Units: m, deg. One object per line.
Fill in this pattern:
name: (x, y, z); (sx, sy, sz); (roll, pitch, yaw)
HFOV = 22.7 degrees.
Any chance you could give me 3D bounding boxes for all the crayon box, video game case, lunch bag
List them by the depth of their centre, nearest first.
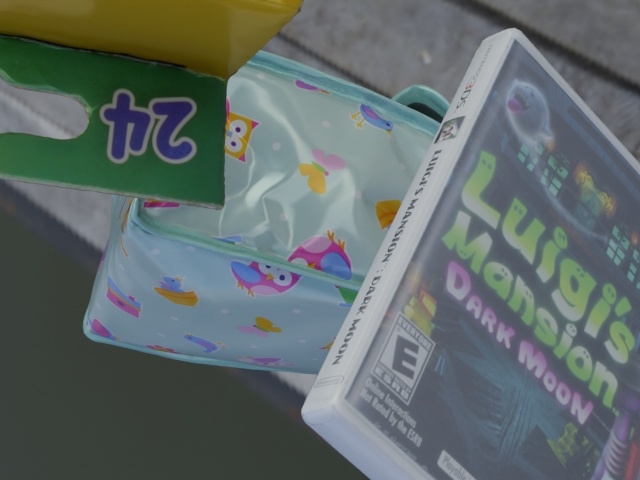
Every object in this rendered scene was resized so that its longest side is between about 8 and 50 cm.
video game case: (0.094, 0.047, 0.568); (0.190, 0.173, 0.022); (43, 144, -23)
crayon box: (-0.109, -0.187, 0.582); (0.083, 0.203, 0.322); (149, 125, -62)
lunch bag: (0.000, 0.000, 1.019); (0.223, 0.262, 0.160); (125, 156, -64)
